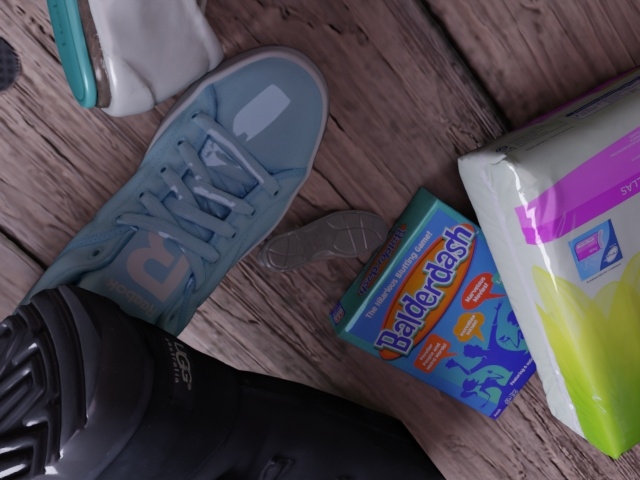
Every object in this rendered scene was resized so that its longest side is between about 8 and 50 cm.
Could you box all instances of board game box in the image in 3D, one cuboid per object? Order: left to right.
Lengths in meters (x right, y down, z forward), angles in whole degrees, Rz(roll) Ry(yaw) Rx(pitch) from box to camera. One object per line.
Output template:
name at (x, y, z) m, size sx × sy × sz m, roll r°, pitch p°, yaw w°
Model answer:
board game box at (0.139, 0.068, 0.624) m, size 0.210 × 0.047 × 0.160 m, roll 30°, pitch 102°, yaw -20°

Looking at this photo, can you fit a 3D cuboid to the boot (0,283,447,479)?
boot at (-0.134, 0.237, 0.526) m, size 0.367 × 0.146 × 0.445 m, roll -34°, pitch 144°, yaw 15°

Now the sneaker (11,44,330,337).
sneaker at (-0.116, 0.007, 0.495) m, size 0.135 × 0.150 × 0.366 m, roll 37°, pitch 100°, yaw -22°

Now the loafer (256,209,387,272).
loafer at (0.000, 0.000, 0.579) m, size 0.125 × 0.039 × 0.045 m, roll -14°, pitch 92°, yaw -23°

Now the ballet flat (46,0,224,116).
ballet flat at (-0.146, -0.285, 0.405) m, size 0.139 × 0.139 × 0.399 m, roll -12°, pitch 116°, yaw -7°

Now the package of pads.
package of pads at (0.283, 0.009, 0.570) m, size 0.229 × 0.101 × 0.296 m, roll -28°, pitch 106°, yaw -13°
